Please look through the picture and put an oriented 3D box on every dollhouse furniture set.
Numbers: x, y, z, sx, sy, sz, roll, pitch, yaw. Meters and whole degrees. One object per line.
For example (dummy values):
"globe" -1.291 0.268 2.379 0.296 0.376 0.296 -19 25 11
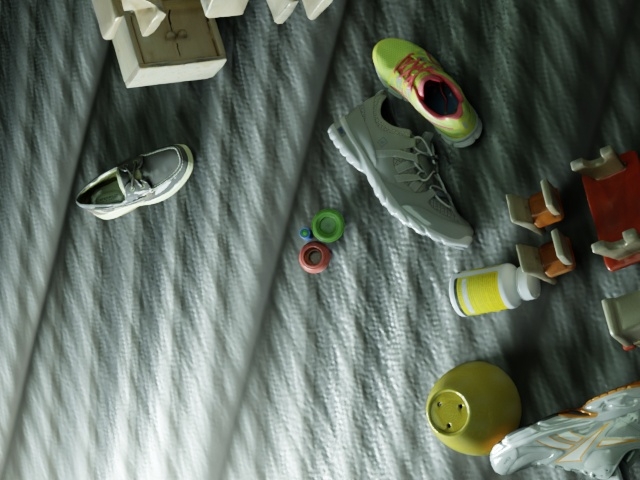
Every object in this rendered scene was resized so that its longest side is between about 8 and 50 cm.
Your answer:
"dollhouse furniture set" 0.408 0.009 1.791 0.262 0.135 0.259 -23 65 29
"dollhouse furniture set" -0.192 -0.435 2.046 0.394 0.362 0.256 -38 67 57

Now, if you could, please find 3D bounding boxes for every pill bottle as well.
"pill bottle" 0.244 0.067 1.903 0.116 0.065 0.065 -12 81 32

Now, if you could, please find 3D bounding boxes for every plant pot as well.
"plant pot" 0.199 0.236 1.904 0.134 0.095 0.134 -2 86 32

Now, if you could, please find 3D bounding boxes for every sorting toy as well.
"sorting toy" 0.000 0.000 2.080 0.061 0.042 0.102 27 90 15

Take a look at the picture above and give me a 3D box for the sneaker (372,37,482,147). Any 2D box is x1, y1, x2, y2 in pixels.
"sneaker" 0.150 -0.227 1.952 0.081 0.094 0.208 -46 67 1

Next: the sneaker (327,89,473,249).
"sneaker" 0.129 -0.104 1.962 0.115 0.105 0.281 -47 69 14

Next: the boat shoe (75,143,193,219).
"boat shoe" -0.309 -0.095 2.252 0.223 0.073 0.080 -24 75 29

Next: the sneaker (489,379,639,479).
"sneaker" 0.348 0.280 1.812 0.262 0.099 0.121 -27 78 29
